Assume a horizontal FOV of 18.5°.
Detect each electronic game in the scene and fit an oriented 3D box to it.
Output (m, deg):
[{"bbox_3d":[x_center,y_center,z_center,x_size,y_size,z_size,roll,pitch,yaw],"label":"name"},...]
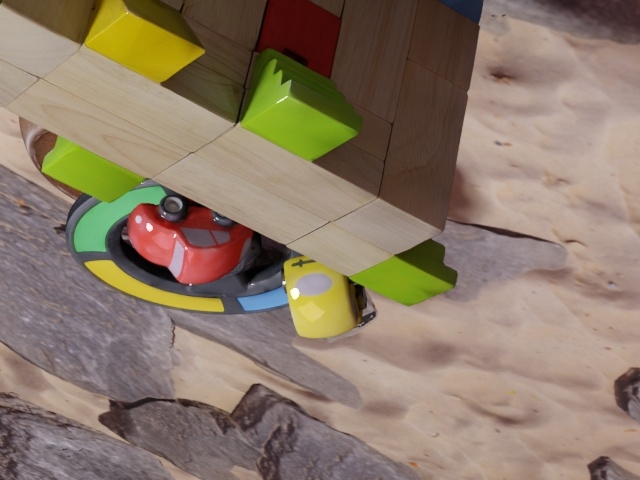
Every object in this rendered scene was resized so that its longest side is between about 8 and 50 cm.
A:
[{"bbox_3d":[-0.094,0.003,1.599,0.229,0.048,0.229,3,151,2],"label":"electronic game"}]

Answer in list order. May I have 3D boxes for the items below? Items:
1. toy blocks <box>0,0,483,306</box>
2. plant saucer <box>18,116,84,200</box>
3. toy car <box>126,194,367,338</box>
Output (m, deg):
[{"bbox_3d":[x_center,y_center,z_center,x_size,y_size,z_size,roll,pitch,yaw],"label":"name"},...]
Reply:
[{"bbox_3d":[-0.047,-0.160,1.141,0.381,0.261,0.191,27,149,-26],"label":"toy blocks"},{"bbox_3d":[-0.172,-0.065,1.599,0.168,0.029,0.168,16,151,9],"label":"plant saucer"},{"bbox_3d":[0.000,0.000,1.510,0.239,0.053,0.225,26,136,-37],"label":"toy car"}]
